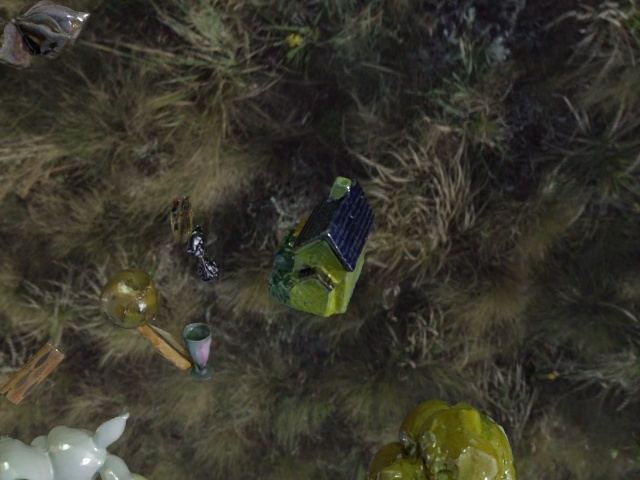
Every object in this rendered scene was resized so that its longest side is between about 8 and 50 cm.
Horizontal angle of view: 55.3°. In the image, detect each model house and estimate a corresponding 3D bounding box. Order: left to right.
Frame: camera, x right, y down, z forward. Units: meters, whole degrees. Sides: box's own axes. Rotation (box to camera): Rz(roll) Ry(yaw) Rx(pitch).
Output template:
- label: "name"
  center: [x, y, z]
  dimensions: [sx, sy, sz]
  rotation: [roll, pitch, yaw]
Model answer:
- label: "model house"
  center: [0.000, 0.000, 1.128]
  dimensions: [0.170, 0.194, 0.211]
  rotation: [19, 131, 10]

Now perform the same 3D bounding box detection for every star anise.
- label: "star anise"
  center: [-0.462, -0.329, 0.976]
  dimensions: [0.197, 0.212, 0.073]
  rotation: [-25, 128, -12]

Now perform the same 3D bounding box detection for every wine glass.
- label: "wine glass"
  center: [-0.314, 0.294, 1.599]
  dimensions: [0.073, 0.073, 0.155]
  rotation: [4, 126, 7]

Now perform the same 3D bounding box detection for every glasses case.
- label: "glasses case"
  center: [-0.766, 0.357, 1.636]
  dimensions: [0.041, 0.170, 0.064]
  rotation: [28, 158, 40]

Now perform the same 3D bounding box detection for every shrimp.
- label: "shrimp"
  center: [-0.325, -0.062, 1.432]
  dimensions: [0.045, 0.095, 0.162]
  rotation: [-2, 140, -24]

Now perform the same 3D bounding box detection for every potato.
- label: "potato"
  center: [-0.435, 0.129, 1.390]
  dimensions: [0.137, 0.176, 0.137]
  rotation: [-3, 99, -22]

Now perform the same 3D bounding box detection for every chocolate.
- label: "chocolate"
  center: [-0.318, 0.037, 1.604]
  dimensions: [0.070, 0.072, 0.147]
  rotation: [-8, 127, 17]

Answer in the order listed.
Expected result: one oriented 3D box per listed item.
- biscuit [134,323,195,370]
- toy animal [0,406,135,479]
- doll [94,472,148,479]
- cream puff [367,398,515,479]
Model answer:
- label: "biscuit"
  center: [-0.429, 0.271, 1.642]
  dimensions: [0.204, 0.040, 0.309]
  rotation: [37, 167, 30]
- label: "toy animal"
  center: [-0.250, 0.211, 0.586]
  dimensions: [0.085, 0.124, 0.071]
  rotation: [-22, 78, 55]
- label: "doll"
  center: [-0.253, 0.469, 0.984]
  dimensions: [0.296, 0.141, 0.117]
  rotation: [29, 160, 13]
- label: "cream puff"
  center: [0.240, 0.525, 1.353]
  dimensions: [0.275, 0.378, 0.378]
  rotation: [16, 127, -14]
